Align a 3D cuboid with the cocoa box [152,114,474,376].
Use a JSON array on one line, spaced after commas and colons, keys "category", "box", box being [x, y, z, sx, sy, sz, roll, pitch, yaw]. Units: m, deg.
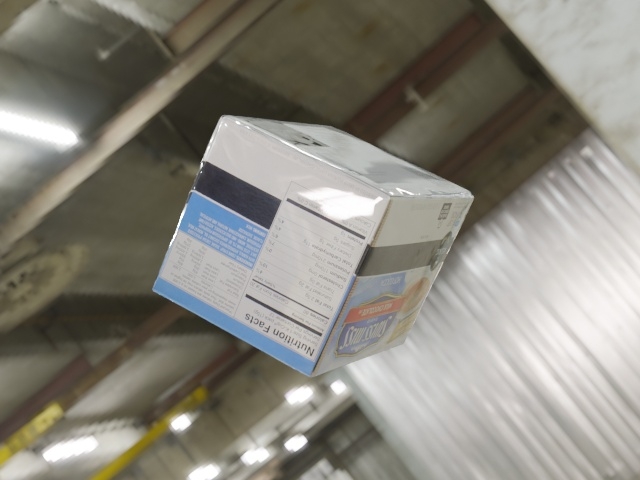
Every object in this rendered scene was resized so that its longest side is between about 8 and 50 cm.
[{"category": "cocoa box", "box": [0.000, 0.000, 1.678, 0.228, 0.231, 0.347, -67, -18, 11]}]
